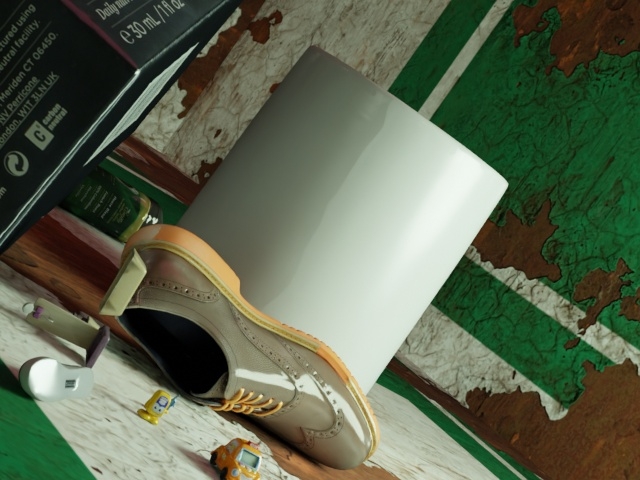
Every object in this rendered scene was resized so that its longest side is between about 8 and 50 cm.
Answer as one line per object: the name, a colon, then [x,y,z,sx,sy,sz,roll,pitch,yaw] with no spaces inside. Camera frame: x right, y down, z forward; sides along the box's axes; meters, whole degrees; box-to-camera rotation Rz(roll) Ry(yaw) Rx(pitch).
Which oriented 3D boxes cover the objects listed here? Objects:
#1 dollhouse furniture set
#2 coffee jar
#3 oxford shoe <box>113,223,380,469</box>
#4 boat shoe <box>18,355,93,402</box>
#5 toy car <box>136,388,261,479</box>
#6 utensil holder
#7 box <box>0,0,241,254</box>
dollhouse furniture set: [-0.222,0.043,1.384,0.081,0.114,0.091,30,7,-13]
coffee jar: [-0.320,-0.061,2.156,0.184,0.079,0.096,32,1,-29]
oxford shoe: [-0.083,0.146,1.560,0.364,0.130,0.132,41,34,-19]
boat shoe: [-0.219,0.109,1.185,0.035,0.035,0.100,7,-3,21]
toy car: [-0.101,0.175,1.313,0.122,0.040,0.060,35,3,-10]
utensil holder: [0.000,0.000,1.837,0.328,0.385,0.327,35,2,-2]
box: [-0.357,-0.285,1.459,0.472,0.297,0.480,41,25,-5]
